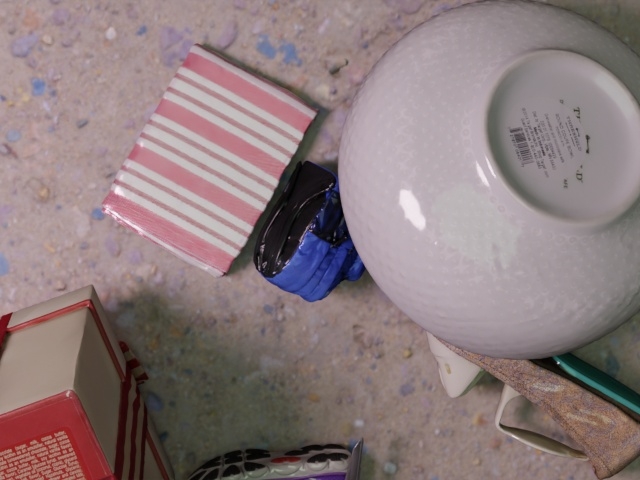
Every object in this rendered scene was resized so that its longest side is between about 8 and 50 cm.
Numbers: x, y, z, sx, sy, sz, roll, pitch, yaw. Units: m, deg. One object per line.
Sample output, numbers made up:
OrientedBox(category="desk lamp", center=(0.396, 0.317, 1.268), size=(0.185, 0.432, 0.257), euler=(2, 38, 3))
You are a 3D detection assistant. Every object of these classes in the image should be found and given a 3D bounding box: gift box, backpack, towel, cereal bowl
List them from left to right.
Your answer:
OrientedBox(category="gift box", center=(-0.275, 0.223, 1.021), size=(0.255, 0.258, 0.276), euler=(-15, 111, -2))
OrientedBox(category="towel", center=(-0.109, -0.079, 1.122), size=(0.144, 0.029, 0.197), euler=(30, 89, -2))
OrientedBox(category="backpack", center=(0.000, 0.000, 1.091), size=(0.101, 0.098, 0.120), euler=(33, 90, -21))
OrientedBox(category="cereal bowl", center=(0.192, -0.069, 1.018), size=(0.339, 0.141, 0.338), euler=(4, 75, -15))

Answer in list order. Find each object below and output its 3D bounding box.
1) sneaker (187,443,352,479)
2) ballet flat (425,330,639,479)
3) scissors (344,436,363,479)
OrientedBox(category="sneaker", center=(-0.048, 0.246, 1.117), size=(0.170, 0.068, 0.071), euler=(-3, 98, -2))
OrientedBox(category="ballet flat", center=(0.183, 0.128, 1.102), size=(0.316, 0.107, 0.106), euler=(36, 105, -2))
OrientedBox(category="scissors", center=(0.020, 0.340, 1.124), size=(0.109, 0.021, 0.297), euler=(25, 99, -2))
